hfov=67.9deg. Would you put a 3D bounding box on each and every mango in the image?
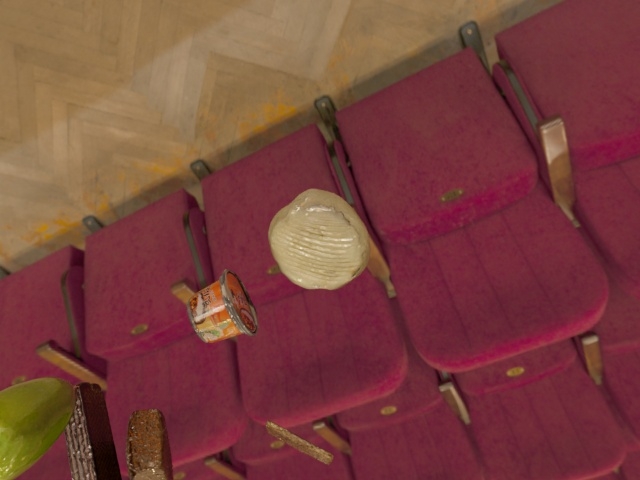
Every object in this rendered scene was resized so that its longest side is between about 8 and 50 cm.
[{"bbox_3d":[-0.617,0.382,0.980,0.156,0.343,0.192,42,89,-1],"label":"mango"}]

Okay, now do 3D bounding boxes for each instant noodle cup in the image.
[{"bbox_3d":[-0.248,0.174,1.175,0.125,0.177,0.208,-23,138,4],"label":"instant noodle cup"}]

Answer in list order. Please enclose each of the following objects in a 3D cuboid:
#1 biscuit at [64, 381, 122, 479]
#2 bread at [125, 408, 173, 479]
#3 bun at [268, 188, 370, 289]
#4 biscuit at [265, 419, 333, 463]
[{"bbox_3d":[-0.602,0.568,1.259,0.073,0.388,0.107,-24,157,2],"label":"biscuit"},{"bbox_3d":[-0.486,0.646,1.364,0.113,0.165,0.416,-5,138,-18],"label":"bread"},{"bbox_3d":[0.000,0.000,1.086,0.239,0.141,0.239,7,119,13],"label":"bun"},{"bbox_3d":[-0.069,0.629,1.475,0.231,0.025,0.131,24,150,11],"label":"biscuit"}]
